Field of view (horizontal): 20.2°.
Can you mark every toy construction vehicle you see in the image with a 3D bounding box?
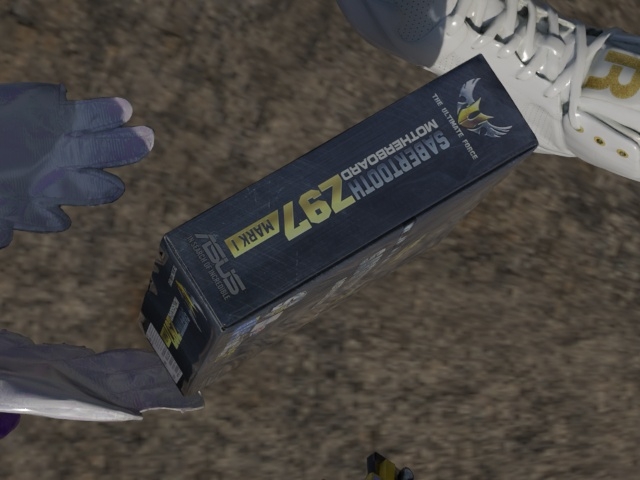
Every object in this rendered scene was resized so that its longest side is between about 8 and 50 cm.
[{"bbox_3d":[0.014,0.174,1.123,0.035,0.098,0.086,40,125,-18],"label":"toy construction vehicle"}]

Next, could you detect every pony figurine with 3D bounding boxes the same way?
[{"bbox_3d":[-0.284,0.052,1.182,0.363,0.351,0.303,-63,35,37],"label":"pony figurine"}]

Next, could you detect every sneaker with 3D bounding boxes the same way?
[{"bbox_3d":[0.134,-0.127,1.093,0.169,0.292,0.108,18,80,38],"label":"sneaker"}]

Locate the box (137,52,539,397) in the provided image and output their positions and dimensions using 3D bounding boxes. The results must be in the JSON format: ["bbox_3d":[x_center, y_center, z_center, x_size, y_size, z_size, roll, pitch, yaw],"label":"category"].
[{"bbox_3d":[0.000,0.000,0.946,0.183,0.233,0.059,-31,84,-15],"label":"box"}]
